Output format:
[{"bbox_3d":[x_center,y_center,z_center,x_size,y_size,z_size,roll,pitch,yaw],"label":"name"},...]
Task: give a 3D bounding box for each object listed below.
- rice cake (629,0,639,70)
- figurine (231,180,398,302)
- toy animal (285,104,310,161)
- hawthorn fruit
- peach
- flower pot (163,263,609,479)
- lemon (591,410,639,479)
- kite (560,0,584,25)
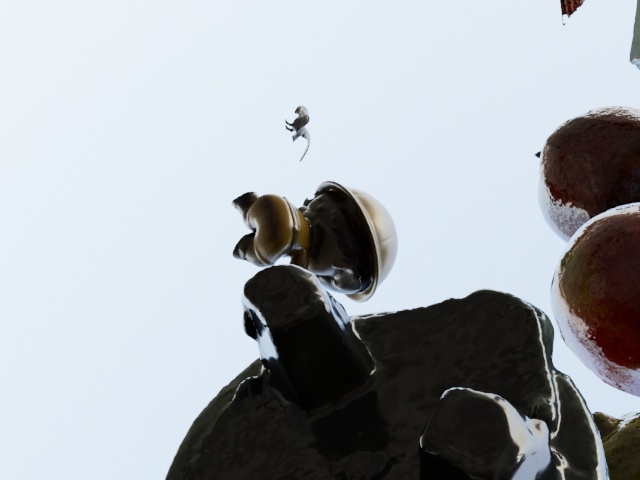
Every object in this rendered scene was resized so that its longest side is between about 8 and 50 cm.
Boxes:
[{"bbox_3d":[0.340,-0.272,1.120,0.127,0.043,0.237,4,-95,61],"label":"rice cake"},{"bbox_3d":[0.003,-0.003,1.801,0.167,0.257,0.192,-41,-122,32],"label":"figurine"},{"bbox_3d":[-0.027,-0.137,1.460,0.028,0.084,0.050,-14,-128,-9],"label":"toy animal"},{"bbox_3d":[0.404,-0.088,1.717,0.215,0.215,0.249,-44,-142,-17],"label":"hawthorn fruit"},{"bbox_3d":[0.240,0.044,0.909,0.151,0.151,0.118,-28,175,8],"label":"peach"},{"bbox_3d":[0.053,0.168,0.776,0.299,0.283,0.299,-14,-141,12],"label":"flower pot"},{"bbox_3d":[0.360,0.288,1.295,0.184,0.184,0.248,-40,-106,-11],"label":"lemon"},{"bbox_3d":[0.353,-0.390,1.636,0.222,0.125,0.008,-40,-163,49],"label":"kite"}]
